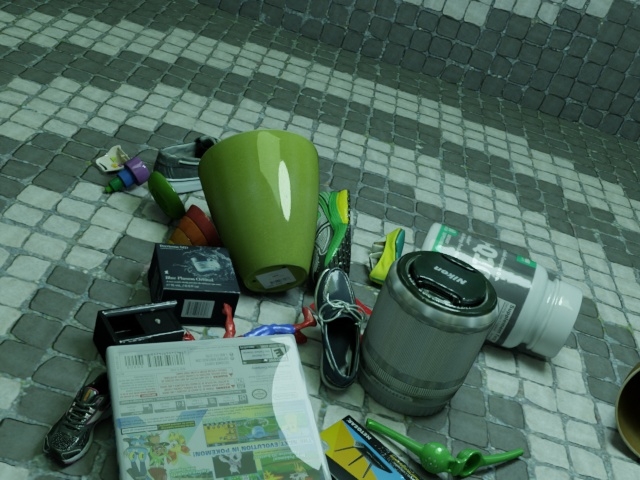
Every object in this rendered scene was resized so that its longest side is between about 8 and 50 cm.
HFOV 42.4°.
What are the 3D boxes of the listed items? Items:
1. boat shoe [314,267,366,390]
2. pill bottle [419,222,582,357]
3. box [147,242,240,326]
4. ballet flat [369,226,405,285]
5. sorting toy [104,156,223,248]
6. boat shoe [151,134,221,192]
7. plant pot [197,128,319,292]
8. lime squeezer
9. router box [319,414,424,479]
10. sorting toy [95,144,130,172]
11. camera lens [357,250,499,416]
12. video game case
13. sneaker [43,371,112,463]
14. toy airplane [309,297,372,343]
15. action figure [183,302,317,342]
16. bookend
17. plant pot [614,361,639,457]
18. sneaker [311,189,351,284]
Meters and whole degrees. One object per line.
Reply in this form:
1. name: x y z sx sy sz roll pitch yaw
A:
1. boat shoe: 0.037 0.163 1.612 0.095 0.079 0.254 11 62 -14
2. pill bottle: 0.381 0.116 1.851 0.361 0.204 0.204 23 31 6
3. box: -0.258 0.089 1.663 0.156 0.093 0.158 5 33 -21
4. ballet flat: 0.158 0.033 1.995 0.077 0.077 0.231 5 32 9
5. sorting toy: -0.373 -0.061 1.859 0.126 0.127 0.366 -37 54 -20
6. boat shoe: -0.281 -0.204 2.081 0.121 0.119 0.335 33 32 23
7. plant pot: -0.114 -0.045 1.800 0.275 0.274 0.293 2 59 -25
8. lime squeezer: 0.237 0.392 1.504 0.311 0.058 0.110 12 2 -8
9. router box: 0.066 0.391 1.402 0.179 0.046 0.133 36 36 27
10. sorting toy: -0.506 -0.189 2.018 0.075 0.044 0.083 -18 47 -34
11. camera lens: 0.203 0.174 1.596 0.220 0.274 0.219 14 31 -9
12. video game case: -0.167 0.296 1.338 0.329 0.036 0.299 -1 53 -22
13. sneaker: -0.383 0.273 1.321 0.072 0.077 0.178 19 32 2
14. toy airplane: 0.055 0.163 1.772 0.151 0.028 0.151 13 31 -8
15. action figure: -0.155 0.171 1.590 0.280 0.091 0.139 -16 54 -45
16. bookend: -0.308 0.192 1.493 0.156 0.072 0.157 -6 39 -35
17. plant pot: 0.743 0.321 1.729 0.237 0.237 0.254 27 18 13
18. sneaker: 0.000 0.000 1.933 0.147 0.134 0.343 -1 32 2
